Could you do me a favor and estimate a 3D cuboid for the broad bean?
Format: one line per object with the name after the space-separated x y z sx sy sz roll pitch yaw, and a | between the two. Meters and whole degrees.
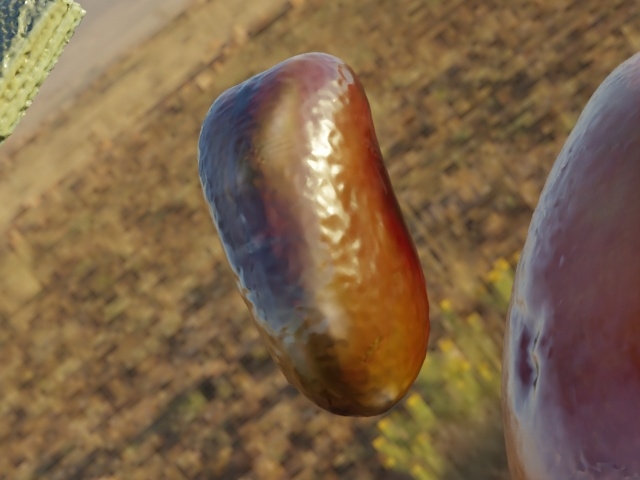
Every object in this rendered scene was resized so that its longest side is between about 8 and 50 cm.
0.000 0.000 0.818 0.084 0.165 0.114 -28 -6 38 | broad bean

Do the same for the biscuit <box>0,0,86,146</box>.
-0.269 -0.073 1.217 0.147 0.046 0.250 20 73 42 | biscuit

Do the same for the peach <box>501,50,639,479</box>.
0.264 0.057 0.993 0.310 0.335 0.406 168 110 -66 | peach
